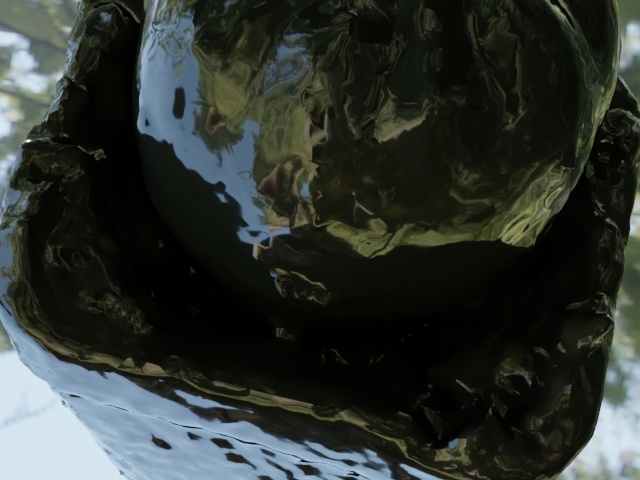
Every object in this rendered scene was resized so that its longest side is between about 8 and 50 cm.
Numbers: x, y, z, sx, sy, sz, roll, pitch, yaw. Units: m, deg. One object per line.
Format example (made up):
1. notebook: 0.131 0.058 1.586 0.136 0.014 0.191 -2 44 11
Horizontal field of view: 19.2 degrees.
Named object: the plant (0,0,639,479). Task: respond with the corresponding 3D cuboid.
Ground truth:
1. plant: 0.000 0.000 0.525 0.256 0.164 0.141 103 -177 -55
